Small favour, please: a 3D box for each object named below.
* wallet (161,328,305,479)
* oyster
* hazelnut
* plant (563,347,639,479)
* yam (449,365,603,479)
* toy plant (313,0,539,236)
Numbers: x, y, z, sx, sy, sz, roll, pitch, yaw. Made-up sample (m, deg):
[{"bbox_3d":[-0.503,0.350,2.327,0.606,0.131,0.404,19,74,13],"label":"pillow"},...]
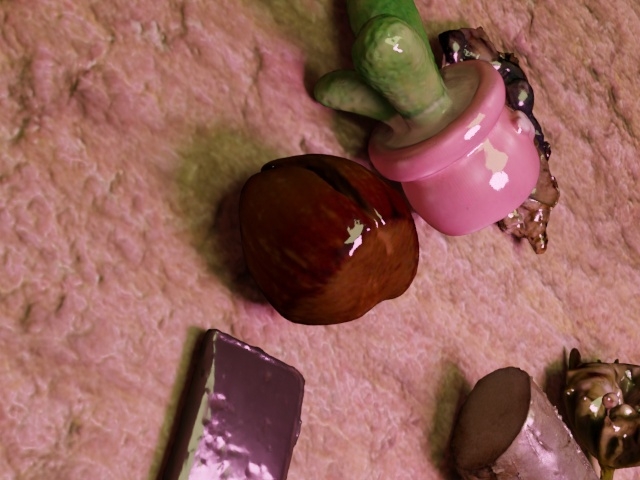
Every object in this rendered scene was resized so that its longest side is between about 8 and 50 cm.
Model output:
[{"bbox_3d":[-0.111,0.271,1.371,0.165,0.042,0.309,30,62,-33],"label":"wallet"},{"bbox_3d":[0.277,-0.154,1.780,0.221,0.096,0.361,-6,84,-36],"label":"oyster"},{"bbox_3d":[0.000,0.000,1.439,0.234,0.218,0.218,31,61,-56],"label":"hazelnut"},{"bbox_3d":[0.429,0.334,1.834,0.180,0.333,0.251,18,26,-1],"label":"plant"},{"bbox_3d":[0.301,0.338,1.655,0.304,0.168,0.168,54,51,-21],"label":"yam"},{"bbox_3d":[0.140,-0.193,1.600,0.356,0.210,0.317,46,21,-22],"label":"toy plant"}]
